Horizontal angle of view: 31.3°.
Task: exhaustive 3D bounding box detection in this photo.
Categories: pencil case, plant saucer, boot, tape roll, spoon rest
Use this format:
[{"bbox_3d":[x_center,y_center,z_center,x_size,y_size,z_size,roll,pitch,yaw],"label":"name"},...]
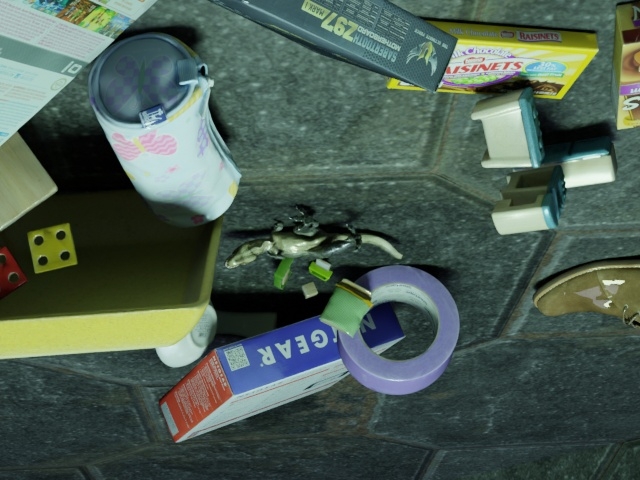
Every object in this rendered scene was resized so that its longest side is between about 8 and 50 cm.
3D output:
[{"bbox_3d":[-0.164,-0.114,1.254,0.124,0.114,0.273,-22,157,-5],"label":"pencil case"},{"bbox_3d":[-0.279,0.042,1.360,0.332,0.333,0.081,-4,115,2],"label":"plant saucer"},{"bbox_3d":[0.489,0.094,1.826,0.305,0.115,0.112,-13,157,25],"label":"boot"},{"bbox_3d":[0.119,0.139,1.783,0.188,0.189,0.080,-3,156,-2],"label":"tape roll"},{"bbox_3d":[-0.180,0.136,1.841,0.084,0.137,0.276,5,177,33],"label":"spoon rest"}]

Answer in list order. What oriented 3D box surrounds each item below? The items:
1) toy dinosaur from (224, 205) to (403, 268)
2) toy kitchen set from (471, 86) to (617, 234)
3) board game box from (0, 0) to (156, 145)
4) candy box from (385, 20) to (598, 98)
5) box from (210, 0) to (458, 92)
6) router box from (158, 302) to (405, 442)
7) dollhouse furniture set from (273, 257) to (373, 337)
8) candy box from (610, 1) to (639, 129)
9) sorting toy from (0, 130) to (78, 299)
[{"bbox_3d":[0.000,0.000,1.614,0.268,0.064,0.118,0,163,-12],"label":"toy dinosaur"},{"bbox_3d":[0.265,-0.117,1.328,0.122,0.166,0.207,-8,-159,21],"label":"toy kitchen set"},{"bbox_3d":[-0.205,-0.190,0.788,0.303,0.097,0.224,-39,175,9],"label":"board game box"},{"bbox_3d":[0.181,-0.192,1.226,0.205,0.027,0.105,2,154,-12],"label":"candy box"},{"bbox_3d":[-0.021,-0.208,1.000,0.232,0.059,0.183,17,-173,-41],"label":"box"},{"bbox_3d":[-0.068,0.217,1.930,0.335,0.082,0.301,-16,165,-31],"label":"router box"},{"bbox_3d":[0.005,0.075,1.727,0.151,0.076,0.058,28,159,5],"label":"dollhouse furniture set"},{"bbox_3d":[0.372,-0.189,1.227,0.109,0.053,0.187,-8,158,10],"label":"candy box"},{"bbox_3d":[-0.371,-0.061,1.260,0.132,0.274,0.046,-37,173,-5],"label":"sorting toy"}]
